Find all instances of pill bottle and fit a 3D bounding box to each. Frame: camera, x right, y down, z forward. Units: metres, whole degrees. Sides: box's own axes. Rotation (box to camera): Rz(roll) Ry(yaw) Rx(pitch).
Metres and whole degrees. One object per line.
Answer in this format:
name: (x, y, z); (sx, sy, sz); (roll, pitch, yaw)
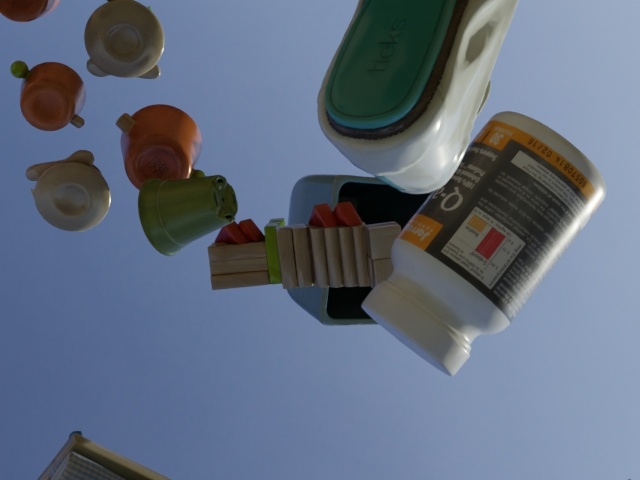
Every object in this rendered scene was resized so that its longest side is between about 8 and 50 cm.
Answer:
pill bottle: (0.181, 0.005, 1.275); (0.162, 0.162, 0.278); (36, -96, 21)

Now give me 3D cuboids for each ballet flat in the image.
ballet flat: (0.113, -0.211, 0.879); (0.139, 0.139, 0.400); (22, -110, 3)

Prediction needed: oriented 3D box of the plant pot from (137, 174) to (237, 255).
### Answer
plant pot: (-0.130, -0.034, 1.149); (0.079, 0.083, 0.083); (-16, -151, 25)

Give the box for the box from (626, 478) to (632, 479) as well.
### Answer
box: (0.324, 0.527, 1.302); (0.097, 0.318, 0.394); (33, -150, -40)

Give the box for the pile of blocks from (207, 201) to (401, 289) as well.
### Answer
pile of blocks: (0.000, 0.000, 1.571); (0.362, 0.112, 0.149); (-1, -169, 29)

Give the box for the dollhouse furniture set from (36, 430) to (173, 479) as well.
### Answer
dollhouse furniture set: (-0.162, 0.256, 0.638); (0.286, 0.303, 0.198); (36, -171, -29)

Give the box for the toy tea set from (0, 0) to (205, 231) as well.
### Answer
toy tea set: (-0.253, -0.181, 1.280); (0.200, 0.336, 0.124); (-10, -155, 0)

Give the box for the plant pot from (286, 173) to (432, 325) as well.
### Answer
plant pot: (0.059, 0.000, 1.966); (0.248, 0.247, 0.252); (2, -171, -29)
